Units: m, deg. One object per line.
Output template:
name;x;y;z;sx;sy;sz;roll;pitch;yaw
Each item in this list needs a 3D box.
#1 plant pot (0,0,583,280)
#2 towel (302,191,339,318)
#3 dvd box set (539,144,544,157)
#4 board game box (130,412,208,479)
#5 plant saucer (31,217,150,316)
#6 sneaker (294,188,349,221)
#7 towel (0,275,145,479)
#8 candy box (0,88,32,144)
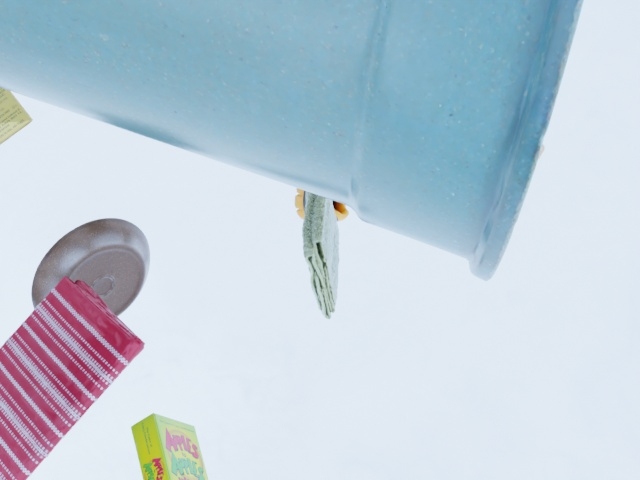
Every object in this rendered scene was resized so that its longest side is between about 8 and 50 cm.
plant pot;-0.021;-0.180;0.597;0.334;0.341;0.341;14;85;7
towel;0.000;0.000;1.074;0.027;0.110;0.148;-5;41;8
dvd box set;0.064;-0.232;1.265;0.308;0.420;0.062;31;89;46
board game box;-0.189;0.327;1.322;0.043;0.092;0.181;-32;56;18
plant saucer;-0.332;0.060;1.489;0.036;0.198;0.198;39;96;36
sneaker;0.020;-0.128;1.565;0.083;0.084;0.214;19;111;38
towel;-0.369;0.190;1.311;0.275;0.031;0.199;-49;49;-9
candy box;-0.387;-0.187;1.043;0.053;0.186;0.109;-39;21;-14
